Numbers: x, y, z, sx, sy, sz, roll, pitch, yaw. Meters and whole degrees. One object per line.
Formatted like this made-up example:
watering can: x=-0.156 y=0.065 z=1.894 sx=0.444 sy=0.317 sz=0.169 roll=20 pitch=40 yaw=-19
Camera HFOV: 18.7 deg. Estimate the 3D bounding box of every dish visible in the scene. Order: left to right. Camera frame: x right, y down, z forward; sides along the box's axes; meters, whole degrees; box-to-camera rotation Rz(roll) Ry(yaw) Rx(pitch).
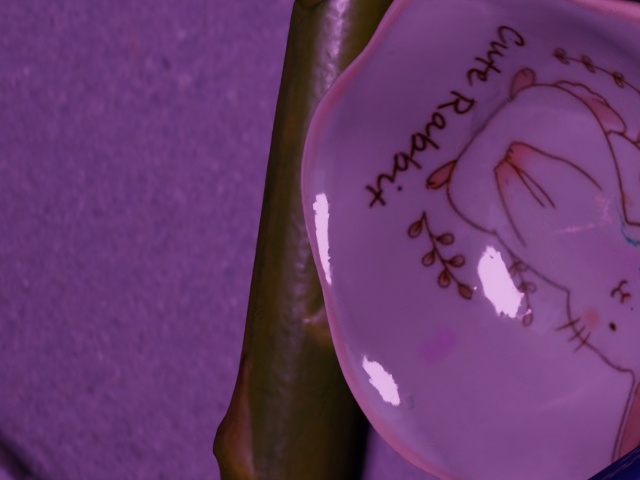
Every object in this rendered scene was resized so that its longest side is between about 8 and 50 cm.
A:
dish: x=0.098 y=-0.003 z=0.747 sx=0.229 sy=0.081 sz=0.229 roll=13 pitch=109 yaw=41

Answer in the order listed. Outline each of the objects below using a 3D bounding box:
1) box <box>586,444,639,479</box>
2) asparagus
box: x=0.193 y=0.187 z=0.613 sx=0.299 sy=0.106 sz=0.200 roll=53 pitch=131 yaw=5
asparagus: x=-0.001 y=0.000 z=0.864 sx=0.067 sy=0.060 sz=0.277 roll=28 pitch=116 yaw=52
